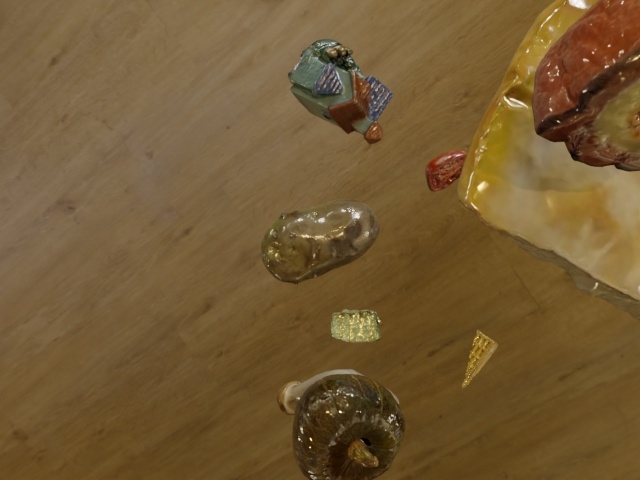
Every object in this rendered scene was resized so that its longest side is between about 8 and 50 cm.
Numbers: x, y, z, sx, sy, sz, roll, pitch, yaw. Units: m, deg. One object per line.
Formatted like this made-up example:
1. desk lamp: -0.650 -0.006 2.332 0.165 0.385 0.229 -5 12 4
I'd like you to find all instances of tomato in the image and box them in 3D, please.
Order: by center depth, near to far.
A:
1. tomato: 0.462 -0.273 1.689 0.174 0.166 0.082 -29 58 5

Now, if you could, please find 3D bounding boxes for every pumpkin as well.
1. pumpkin: 0.055 0.354 0.825 0.219 0.162 0.218 -7 112 -19

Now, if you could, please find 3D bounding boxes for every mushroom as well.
1. mushroom: 0.038 0.410 1.201 0.350 0.128 0.128 -15 104 32

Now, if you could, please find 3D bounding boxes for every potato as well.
1. potato: 0.000 0.000 0.983 0.263 0.165 0.164 -17 103 -4

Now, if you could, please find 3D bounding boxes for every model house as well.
1. model house: 0.110 -0.495 1.559 0.329 0.295 0.251 43 98 26

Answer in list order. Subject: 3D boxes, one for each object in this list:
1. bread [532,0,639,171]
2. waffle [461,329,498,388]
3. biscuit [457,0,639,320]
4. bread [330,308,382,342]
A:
1. bread: 0.312 -0.162 0.352 0.190 0.122 0.244 11 153 -28
2. waffle: 0.516 0.406 1.563 0.032 0.125 0.191 38 91 -17
3. biscuit: 0.403 -0.117 0.595 0.430 0.104 0.445 20 84 -9
4. bread: 0.109 0.263 1.406 0.157 0.110 0.102 4 82 3
